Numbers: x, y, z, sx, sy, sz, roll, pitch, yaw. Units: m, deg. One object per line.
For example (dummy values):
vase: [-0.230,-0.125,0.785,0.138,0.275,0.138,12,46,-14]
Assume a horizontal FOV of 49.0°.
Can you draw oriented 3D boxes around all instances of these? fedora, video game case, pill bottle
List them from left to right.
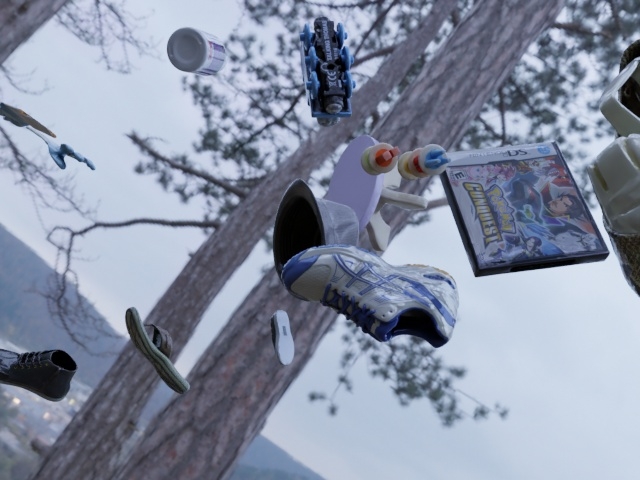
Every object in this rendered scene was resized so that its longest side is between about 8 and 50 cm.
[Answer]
pill bottle: [-0.301,-0.471,1.769,0.108,0.108,0.193,34,14,5]
fedora: [0.000,0.000,1.491,0.243,0.124,0.275,65,-34,33]
video game case: [0.369,-0.067,1.315,0.249,0.274,0.035,-6,-35,-8]

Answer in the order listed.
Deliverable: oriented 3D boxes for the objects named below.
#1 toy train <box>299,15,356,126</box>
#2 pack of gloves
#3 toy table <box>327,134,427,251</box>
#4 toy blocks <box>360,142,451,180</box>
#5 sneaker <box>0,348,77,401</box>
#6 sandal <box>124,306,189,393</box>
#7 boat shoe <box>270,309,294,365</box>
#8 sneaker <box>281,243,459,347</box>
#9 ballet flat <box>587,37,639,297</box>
toy train: [0.009,-0.265,1.117,0.080,0.184,0.105,-4,-26,-8]
pack of gloves: [-0.543,-0.193,1.335,0.232,0.046,0.195,23,-12,45]
toy table: [0.137,-0.118,1.840,0.161,0.274,0.252,24,-5,-38]
toy blocks: [0.146,-0.137,1.184,0.123,0.054,0.148,6,-1,-14]
sneaker: [-0.665,0.274,1.600,0.222,0.118,0.083,26,31,-15]
sandal: [-0.465,0.310,2.031,0.120,0.086,0.302,-1,-55,58]
boat shoe: [-0.097,0.241,1.721,0.049,0.142,0.040,12,-32,-32]
sneaker: [0.079,0.094,1.137,0.297,0.130,0.111,8,-43,2]
ballet flat: [0.438,-0.117,0.941,0.182,0.482,0.164,39,-43,-19]
